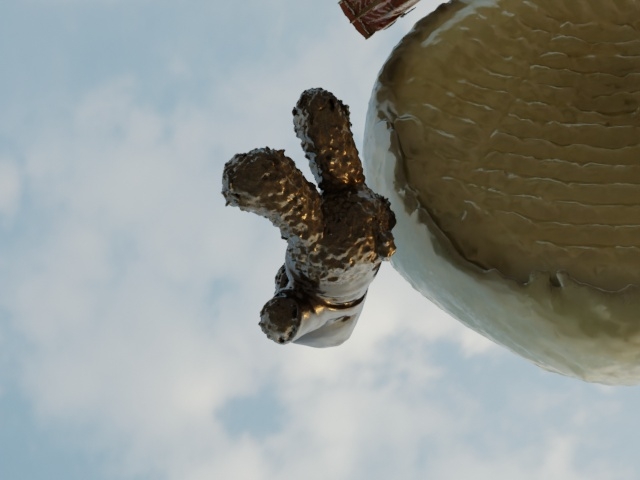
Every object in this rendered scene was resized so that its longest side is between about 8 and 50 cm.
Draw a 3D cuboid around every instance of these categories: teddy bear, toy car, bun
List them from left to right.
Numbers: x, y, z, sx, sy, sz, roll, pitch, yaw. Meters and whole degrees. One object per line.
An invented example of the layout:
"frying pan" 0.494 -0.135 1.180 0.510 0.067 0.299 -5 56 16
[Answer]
"teddy bear" 0.007 0.002 0.706 0.078 0.160 0.119 23 -126 26
"toy car" 0.078 -0.246 1.219 0.059 0.122 0.035 51 -151 -17
"bun" 0.210 -0.033 0.886 0.365 0.202 0.364 -4 -134 4
